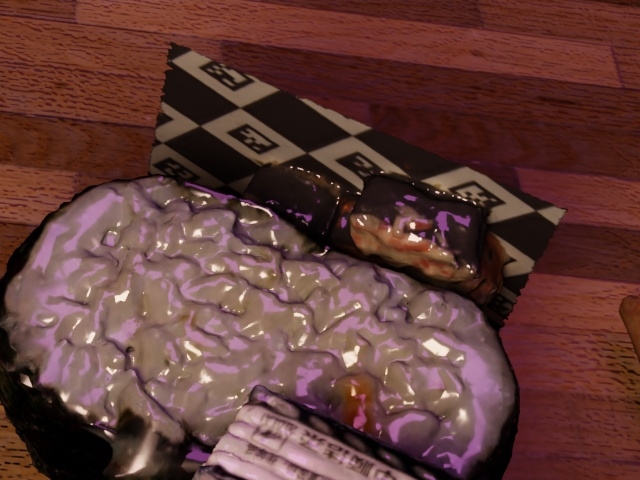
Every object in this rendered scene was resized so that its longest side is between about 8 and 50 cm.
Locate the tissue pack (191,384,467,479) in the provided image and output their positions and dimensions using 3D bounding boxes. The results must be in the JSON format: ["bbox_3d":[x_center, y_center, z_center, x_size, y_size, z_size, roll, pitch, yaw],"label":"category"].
[{"bbox_3d":[0.072,0.264,1.056,0.361,0.259,0.122,25,32,7],"label":"tissue pack"}]

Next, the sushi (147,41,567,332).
[{"bbox_3d":[0.000,0.000,1.312,0.292,0.294,0.059,23,68,3],"label":"sushi"}]

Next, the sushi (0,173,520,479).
[{"bbox_3d":[-0.046,0.095,1.220,0.350,0.171,0.211,14,63,-5],"label":"sushi"}]

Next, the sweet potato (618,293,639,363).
[{"bbox_3d":[0.334,0.142,1.354,0.131,0.131,0.336,-24,57,-35],"label":"sweet potato"}]
